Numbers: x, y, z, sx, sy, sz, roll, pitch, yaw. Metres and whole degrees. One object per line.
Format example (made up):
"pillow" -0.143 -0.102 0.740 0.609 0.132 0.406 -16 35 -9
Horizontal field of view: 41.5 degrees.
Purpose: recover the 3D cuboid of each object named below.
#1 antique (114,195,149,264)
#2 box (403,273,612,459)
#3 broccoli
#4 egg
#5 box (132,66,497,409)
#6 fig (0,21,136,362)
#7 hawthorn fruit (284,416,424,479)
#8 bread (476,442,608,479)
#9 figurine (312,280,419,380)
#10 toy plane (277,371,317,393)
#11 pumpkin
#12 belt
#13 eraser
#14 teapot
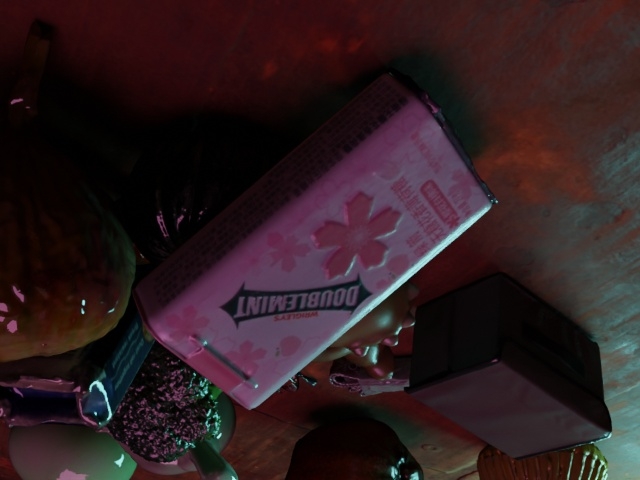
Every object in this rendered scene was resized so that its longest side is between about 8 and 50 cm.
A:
"antique" -0.243 -0.017 1.130 0.104 0.104 0.104 8 146 5
"box" 0.271 0.186 1.223 0.252 0.153 0.188 31 140 -26
"broccoli" -0.233 0.221 1.367 0.297 0.297 0.297 1 156 -36
"egg" -0.510 0.428 1.749 0.270 0.220 0.220 9 146 3
"box" 0.000 0.000 0.903 0.370 0.112 0.190 -40 131 1
"fig" -0.341 -0.055 0.944 0.286 0.368 0.286 8 -177 0
"hawthorn fruit" 0.041 0.474 1.636 0.300 0.254 0.254 -17 137 40
"bread" 0.407 0.434 1.556 0.240 0.139 0.240 6 144 4
"figurine" 0.052 0.071 1.102 0.173 0.177 0.247 -36 134 28
"toy plane" -0.066 0.234 1.496 0.060 0.037 0.145 -12 141 25
"pumpkin" -0.127 -0.033 1.015 0.221 0.161 0.220 12 147 8
"belt" 0.129 0.223 1.407 0.232 0.053 0.071 -5 144 23
"eraser" -0.303 0.111 1.119 0.155 0.332 0.101 1 120 11
"teapot" -0.223 0.338 1.513 0.318 0.220 0.149 16 134 31
